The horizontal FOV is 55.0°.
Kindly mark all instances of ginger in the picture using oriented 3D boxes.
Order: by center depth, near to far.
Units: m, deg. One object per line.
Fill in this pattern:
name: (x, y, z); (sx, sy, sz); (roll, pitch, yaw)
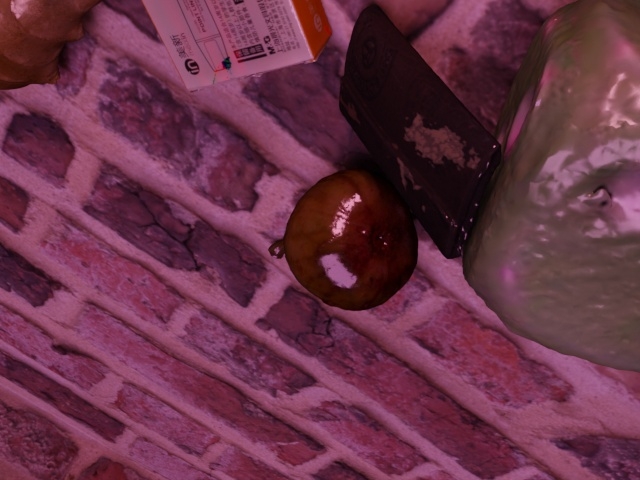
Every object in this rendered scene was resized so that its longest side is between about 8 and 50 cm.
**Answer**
ginger: (-0.444, -0.357, 0.880); (0.375, 0.166, 0.236); (-37, 117, 28)

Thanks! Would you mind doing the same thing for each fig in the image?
fig: (0.000, 0.000, 1.004); (0.320, 0.217, 0.217); (0, 133, 51)

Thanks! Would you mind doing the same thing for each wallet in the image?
wallet: (0.103, -0.141, 0.758); (0.044, 0.321, 0.171); (-8, 138, -22)

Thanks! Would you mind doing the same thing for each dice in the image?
dice: (0.355, -0.070, 0.687); (0.318, 0.322, 0.330); (18, 135, 5)

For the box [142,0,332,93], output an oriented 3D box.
box: (-0.132, -0.346, 0.793); (0.220, 0.091, 0.274); (-4, 128, 25)
